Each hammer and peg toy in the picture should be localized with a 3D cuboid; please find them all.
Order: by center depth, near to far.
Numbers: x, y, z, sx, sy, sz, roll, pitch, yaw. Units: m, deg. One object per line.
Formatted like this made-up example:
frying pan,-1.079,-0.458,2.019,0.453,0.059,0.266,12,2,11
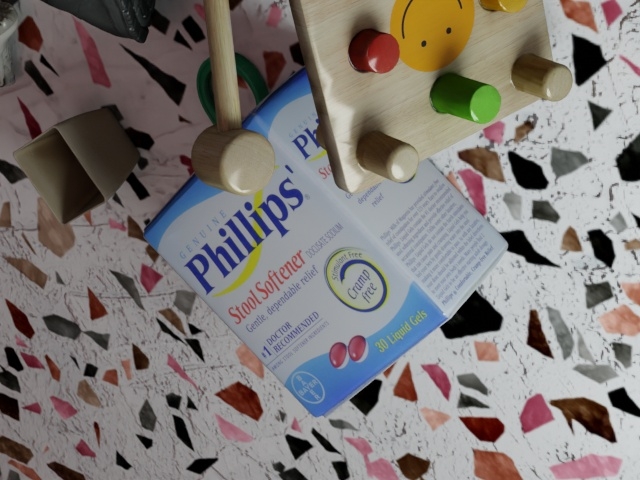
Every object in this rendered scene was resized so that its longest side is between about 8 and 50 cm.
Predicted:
hammer and peg toy,0.049,-0.183,1.493,0.127,0.361,0.266,28,138,53

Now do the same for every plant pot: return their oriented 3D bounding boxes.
plant pot,-0.285,-0.099,2.046,0.109,0.096,0.109,-25,102,47

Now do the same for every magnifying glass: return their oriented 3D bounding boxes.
magnifying glass,-0.085,-0.108,1.921,0.092,0.026,0.231,11,125,36

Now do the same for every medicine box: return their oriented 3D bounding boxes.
medicine box,0.000,0.000,1.811,0.289,0.149,0.263,46,136,-1

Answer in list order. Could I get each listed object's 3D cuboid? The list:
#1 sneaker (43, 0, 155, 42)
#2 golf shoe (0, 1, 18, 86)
sneaker,-0.255,-0.285,1.775,0.130,0.109,0.286,8,171,15
golf shoe,-0.401,-0.232,2.087,0.086,0.069,0.176,38,146,-19
